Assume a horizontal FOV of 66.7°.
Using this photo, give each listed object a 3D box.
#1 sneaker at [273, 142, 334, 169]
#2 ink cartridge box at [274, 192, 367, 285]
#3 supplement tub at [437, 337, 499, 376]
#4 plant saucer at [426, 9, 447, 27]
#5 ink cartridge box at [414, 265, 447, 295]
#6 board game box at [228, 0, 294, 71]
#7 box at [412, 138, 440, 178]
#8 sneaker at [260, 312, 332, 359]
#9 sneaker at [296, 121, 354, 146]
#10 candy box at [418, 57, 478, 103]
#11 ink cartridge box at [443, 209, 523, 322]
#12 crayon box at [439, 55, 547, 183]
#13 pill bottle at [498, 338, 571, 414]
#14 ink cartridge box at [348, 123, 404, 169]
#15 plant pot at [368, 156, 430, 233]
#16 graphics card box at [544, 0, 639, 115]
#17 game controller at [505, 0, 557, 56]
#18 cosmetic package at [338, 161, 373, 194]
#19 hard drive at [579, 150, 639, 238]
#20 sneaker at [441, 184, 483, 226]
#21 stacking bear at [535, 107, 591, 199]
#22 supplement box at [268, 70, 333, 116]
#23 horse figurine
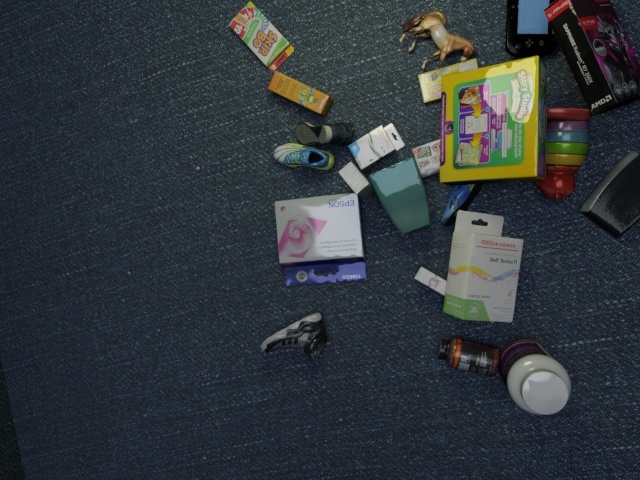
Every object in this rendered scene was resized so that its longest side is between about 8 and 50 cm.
[{"bbox_3d":[-0.071,-0.318,1.797,0.239,0.126,0.091,8,93,12],"label":"sneaker"},{"bbox_3d":[0.000,0.000,1.819,0.323,0.071,0.331,-6,89,13],"label":"ink cartridge box"},{"bbox_3d":[0.511,0.399,1.690,0.197,0.106,0.106,12,94,13],"label":"supplement tub"},{"bbox_3d":[0.409,-0.782,1.734,0.083,0.015,0.084,0,91,13],"label":"plant saucer"},{"bbox_3d":[0.397,0.142,1.718,0.122,0.088,0.052,31,95,10],"label":"ink cartridge box"},{"bbox_3d":[-0.227,-0.784,1.873,0.124,0.039,0.259,-43,85,11],"label":"board game box"},{"bbox_3d":[0.441,-0.305,1.726,0.206,0.036,0.114,-18,87,13],"label":"box"},{"bbox_3d":[-0.089,0.391,1.828,0.268,0.101,0.153,-29,82,9],"label":"sneaker"},{"bbox_3d":[0.023,-0.396,1.800,0.226,0.163,0.086,24,119,51],"label":"sneaker"},{"bbox_3d":[0.458,-0.562,1.721,0.205,0.027,0.105,-12,89,13],"label":"candy box"},{"bbox_3d":[0.548,0.084,1.628,0.206,0.119,0.354,5,93,-18],"label":"ink cartridge box"},{"bbox_3d":[0.552,-0.370,1.568,0.312,0.106,0.364,1,89,38],"label":"crayon box"},{"bbox_3d":[0.674,0.432,1.541,0.181,0.323,0.182,0,91,13],"label":"pill bottle"},{"bbox_3d":[0.204,-0.344,1.767,0.180,0.060,0.104,-31,84,12],"label":"ink cartridge box"},{"bbox_3d":[0.292,-0.152,1.706,0.165,0.166,0.235,-21,95,12],"label":"plant pot"},{"bbox_3d":[0.874,-0.592,1.529,0.232,0.094,0.371,-19,86,-31],"label":"graphics card box"},{"bbox_3d":[0.714,-0.779,1.638,0.166,0.067,0.320,2,92,13],"label":"game controller"},{"bbox_3d":[0.134,-0.205,1.694,0.060,0.239,0.099,-38,83,10],"label":"cosmetic package"},{"bbox_3d":[1.001,-0.150,1.591,0.172,0.054,0.255,40,99,10],"label":"hard drive"},{"bbox_3d":[0.482,-0.147,1.713,0.082,0.069,0.209,43,108,36],"label":"sneaker"},{"bbox_3d":[0.784,-0.279,1.594,0.164,0.175,0.289,6,102,20],"label":"stacking bear"},{"bbox_3d":[-0.073,-0.547,1.819,0.233,0.080,0.078,27,99,9],"label":"supplement box"},{"bbox_3d":[0.395,-0.701,1.703,0.174,0.066,0.263,-41,80,18],"label":"horse figurine"}]
